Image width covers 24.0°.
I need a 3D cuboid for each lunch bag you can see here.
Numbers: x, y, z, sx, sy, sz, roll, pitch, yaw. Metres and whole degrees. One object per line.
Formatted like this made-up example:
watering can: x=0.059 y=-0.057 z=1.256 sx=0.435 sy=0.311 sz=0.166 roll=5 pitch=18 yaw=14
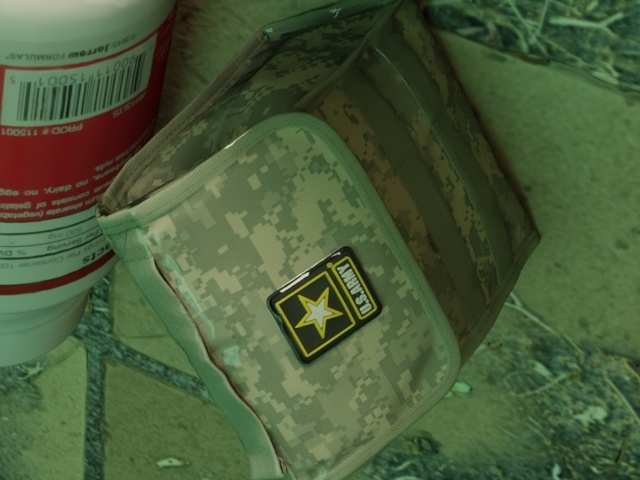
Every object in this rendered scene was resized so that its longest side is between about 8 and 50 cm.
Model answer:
lunch bag: x=0.000 y=0.000 z=1.008 sx=0.169 sy=0.287 sz=0.235 roll=-11 pitch=119 yaw=39

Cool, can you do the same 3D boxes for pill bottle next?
pill bottle: x=-0.238 y=-0.094 z=1.122 sx=0.229 sy=0.229 sz=0.407 roll=28 pitch=137 yaw=9
